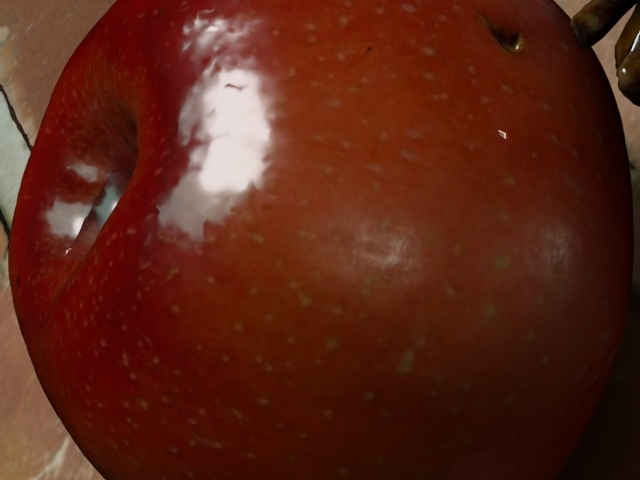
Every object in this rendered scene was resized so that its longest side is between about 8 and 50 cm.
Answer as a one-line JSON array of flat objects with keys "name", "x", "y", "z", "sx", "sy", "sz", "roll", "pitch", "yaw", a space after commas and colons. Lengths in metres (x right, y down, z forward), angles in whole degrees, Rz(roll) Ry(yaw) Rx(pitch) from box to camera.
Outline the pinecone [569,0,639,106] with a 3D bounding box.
[{"name": "pinecone", "x": 0.175, "y": -0.124, "z": 0.715, "sx": 0.207, "sy": 0.207, "sz": 0.208, "roll": -34, "pitch": 37, "yaw": 30}]

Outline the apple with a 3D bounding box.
[{"name": "apple", "x": 0.000, "y": 0.000, "z": 0.786, "sx": 0.260, "sy": 0.216, "sz": 0.260, "roll": -44, "pitch": 39, "yaw": 50}]
